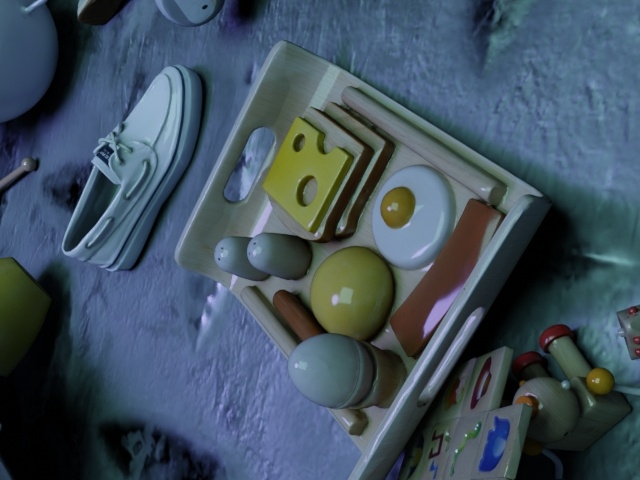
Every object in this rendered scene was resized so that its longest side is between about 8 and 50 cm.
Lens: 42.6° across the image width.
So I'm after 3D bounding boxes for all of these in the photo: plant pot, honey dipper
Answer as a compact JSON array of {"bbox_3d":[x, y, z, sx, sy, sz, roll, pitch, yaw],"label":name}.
[{"bbox_3d":[-0.368,0.074,0.940,0.095,0.134,0.134,-43,46,-13],"label":"plant pot"},{"bbox_3d":[-0.424,-0.074,1.085,0.160,0.030,0.030,-25,65,37],"label":"honey dipper"}]

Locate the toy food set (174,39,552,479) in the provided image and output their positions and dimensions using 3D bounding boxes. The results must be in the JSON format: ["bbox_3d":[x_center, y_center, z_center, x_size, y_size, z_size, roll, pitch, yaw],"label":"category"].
[{"bbox_3d":[0.000,0.000,0.593,0.306,0.092,0.220,44,112,46],"label":"toy food set"}]

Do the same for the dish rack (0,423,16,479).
[{"bbox_3d":[-0.394,0.195,0.892,0.333,0.072,0.285,35,147,43],"label":"dish rack"}]

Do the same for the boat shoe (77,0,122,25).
[{"bbox_3d":[-0.238,-0.296,0.932,0.135,0.050,0.045,-25,70,39],"label":"boat shoe"}]

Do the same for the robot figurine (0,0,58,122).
[{"bbox_3d":[-0.466,-0.244,1.041,0.353,0.200,0.300,6,67,46],"label":"robot figurine"}]

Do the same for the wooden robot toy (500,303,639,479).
[{"bbox_3d":[0.125,0.094,0.471,0.173,0.079,0.076,-52,51,24],"label":"wooden robot toy"}]

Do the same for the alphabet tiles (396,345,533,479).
[{"bbox_3d":[0.053,0.180,0.472,0.198,0.009,0.237,129,164,-66],"label":"alphabet tiles"}]

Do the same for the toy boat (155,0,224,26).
[{"bbox_3d":[-0.157,-0.357,0.752,0.148,0.267,0.318,-35,85,11],"label":"toy boat"}]

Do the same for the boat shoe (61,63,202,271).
[{"bbox_3d":[-0.189,-0.072,0.818,0.083,0.076,0.226,31,103,43],"label":"boat shoe"}]
